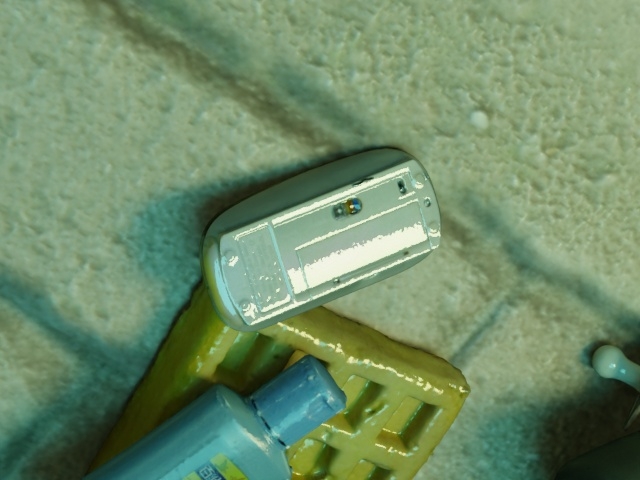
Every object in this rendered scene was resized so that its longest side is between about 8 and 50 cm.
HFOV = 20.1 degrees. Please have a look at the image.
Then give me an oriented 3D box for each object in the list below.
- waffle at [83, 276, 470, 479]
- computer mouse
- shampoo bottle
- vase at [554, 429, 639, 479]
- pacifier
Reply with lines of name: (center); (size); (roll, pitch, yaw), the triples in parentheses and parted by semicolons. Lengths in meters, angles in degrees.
waffle: (-0.033, 0.157, 1.454); (0.248, 0.055, 0.221); (23, 111, -26)
computer mouse: (0.000, 0.000, 1.365); (0.199, 0.045, 0.102); (-23, 104, -19)
shampoo bottle: (-0.097, 0.178, 1.378); (0.258, 0.061, 0.104); (-35, 122, 5)
vase: (0.368, 0.195, 1.526); (0.321, 0.173, 0.173); (-27, 125, -20)
pacifier: (0.268, 0.112, 1.532); (0.078, 0.081, 0.099); (26, 136, 6)
